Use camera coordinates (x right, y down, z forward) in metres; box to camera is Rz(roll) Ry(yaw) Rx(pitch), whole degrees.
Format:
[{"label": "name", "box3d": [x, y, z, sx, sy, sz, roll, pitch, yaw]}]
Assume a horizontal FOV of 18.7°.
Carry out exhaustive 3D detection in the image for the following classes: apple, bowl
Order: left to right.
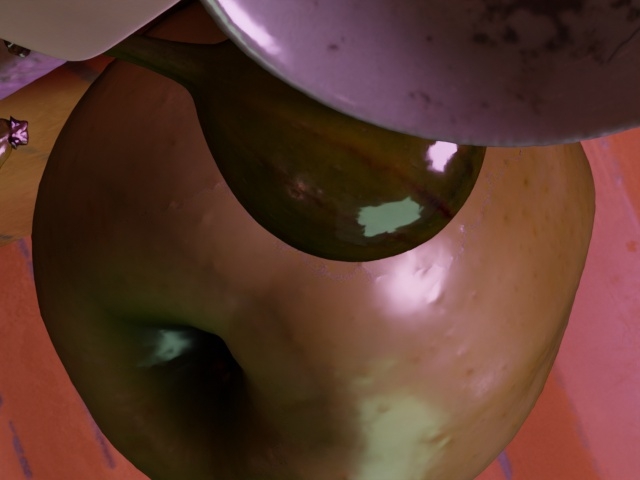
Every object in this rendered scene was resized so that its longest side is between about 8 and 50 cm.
[{"label": "apple", "box3d": [0.000, 0.000, 1.585, 0.473, 0.474, 0.473, -22, 178, -1]}, {"label": "bowl", "box3d": [0.081, -0.188, 0.908, 0.289, 0.146, 0.289, 7, 144, 5]}]

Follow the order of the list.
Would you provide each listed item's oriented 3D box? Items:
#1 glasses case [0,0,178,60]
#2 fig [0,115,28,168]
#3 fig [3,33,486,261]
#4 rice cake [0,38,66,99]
[{"label": "glasses case", "box3d": [-0.071, -0.167, 0.755, 0.131, 0.070, 0.313, 21, 154, -30]}, {"label": "fig", "box3d": [-0.285, -0.023, 1.297, 0.184, 0.133, 0.127, -25, -158, 11]}, {"label": "fig", "box3d": [-0.030, -0.089, 1.041, 0.151, 0.259, 0.151, -47, -156, 28]}, {"label": "rice cake", "box3d": [-0.227, -0.122, 1.320, 0.365, 0.056, 0.072, -24, 180, 42]}]
